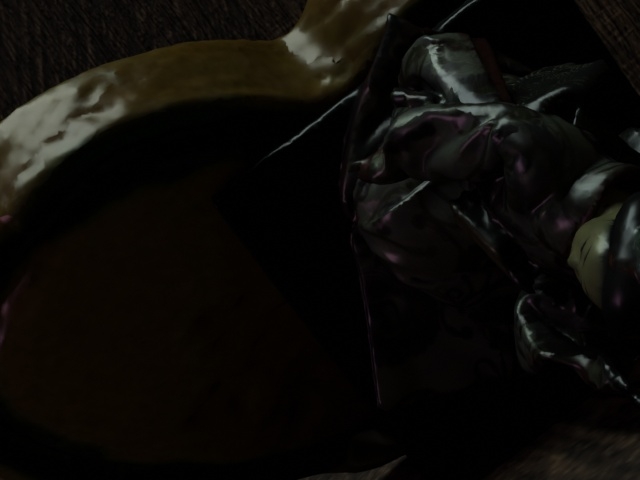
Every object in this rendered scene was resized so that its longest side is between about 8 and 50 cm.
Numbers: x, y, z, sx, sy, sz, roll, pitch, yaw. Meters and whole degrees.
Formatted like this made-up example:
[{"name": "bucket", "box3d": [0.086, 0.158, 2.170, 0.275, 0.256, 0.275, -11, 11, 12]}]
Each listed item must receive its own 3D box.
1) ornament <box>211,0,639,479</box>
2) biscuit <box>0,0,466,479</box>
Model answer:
[{"name": "ornament", "box3d": [0.072, 0.010, 0.540, 0.153, 0.166, 0.196, -38, 14, 0]}, {"name": "biscuit", "box3d": [0.001, 0.001, 0.708, 0.343, 0.057, 0.287, 7, -55, -44]}]
